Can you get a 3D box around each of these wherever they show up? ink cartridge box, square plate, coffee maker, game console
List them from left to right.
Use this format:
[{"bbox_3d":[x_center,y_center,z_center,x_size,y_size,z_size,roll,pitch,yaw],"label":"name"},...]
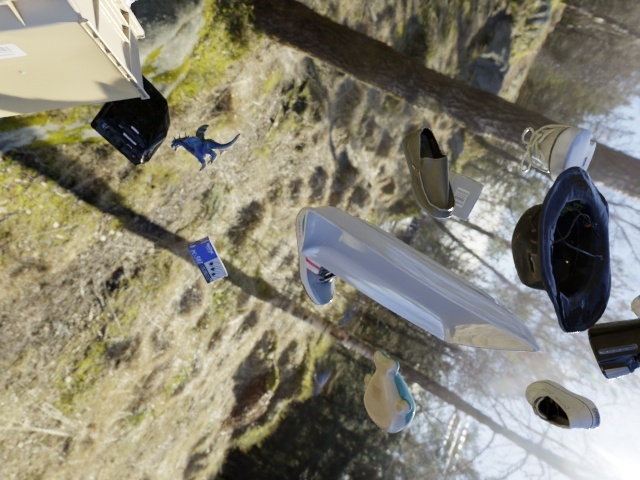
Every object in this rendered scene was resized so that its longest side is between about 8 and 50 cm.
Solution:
[{"bbox_3d":[-0.448,-0.327,0.917,0.361,0.044,0.213,48,29,-35],"label":"game console"},{"bbox_3d":[-0.486,0.086,2.001,0.097,0.046,0.207,-24,129,-8],"label":"ink cartridge box"},{"bbox_3d":[0.126,0.066,0.747,0.049,0.344,0.347,-57,178,-11],"label":"square plate"},{"bbox_3d":[0.684,0.203,0.998,0.120,0.178,0.171,27,54,-43],"label":"coffee maker"}]

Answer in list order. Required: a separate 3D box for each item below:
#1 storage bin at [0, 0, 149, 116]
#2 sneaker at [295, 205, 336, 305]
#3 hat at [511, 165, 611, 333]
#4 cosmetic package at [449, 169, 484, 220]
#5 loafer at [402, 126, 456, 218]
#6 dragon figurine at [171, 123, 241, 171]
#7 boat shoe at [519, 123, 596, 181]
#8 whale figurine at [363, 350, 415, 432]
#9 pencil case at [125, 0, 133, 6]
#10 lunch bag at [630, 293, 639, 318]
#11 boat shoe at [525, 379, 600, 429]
[{"bbox_3d":[-0.403,-0.277,0.617,0.260,0.262,0.123,111,-30,-83],"label":"storage bin"},{"bbox_3d":[0.039,0.054,1.273,0.123,0.178,0.296,-27,116,-42],"label":"sneaker"},{"bbox_3d":[0.480,0.019,0.963,0.331,0.134,0.331,0,89,-39],"label":"hat"},{"bbox_3d":[0.455,-0.154,1.531,0.127,0.107,0.238,-67,170,17],"label":"cosmetic package"},{"bbox_3d":[0.276,-0.175,1.169,0.094,0.251,0.087,-14,165,-19],"label":"loafer"},{"bbox_3d":[-0.389,-0.322,1.522,0.289,0.144,0.085,-15,-151,50],"label":"dragon figurine"},{"bbox_3d":[0.564,-0.224,1.135,0.367,0.156,0.136,-15,123,-53],"label":"boat shoe"},{"bbox_3d":[0.237,0.492,1.532,0.141,0.216,0.272,-12,107,-30],"label":"whale figurine"},{"bbox_3d":[-0.383,-0.362,0.784,0.206,0.086,0.088,-41,-163,33],"label":"pencil case"},{"bbox_3d":[0.808,0.159,1.131,0.083,0.053,0.071,-45,-179,20],"label":"lunch bag"},{"bbox_3d":[0.594,0.428,1.197,0.267,0.088,0.096,170,-86,-83],"label":"boat shoe"}]
